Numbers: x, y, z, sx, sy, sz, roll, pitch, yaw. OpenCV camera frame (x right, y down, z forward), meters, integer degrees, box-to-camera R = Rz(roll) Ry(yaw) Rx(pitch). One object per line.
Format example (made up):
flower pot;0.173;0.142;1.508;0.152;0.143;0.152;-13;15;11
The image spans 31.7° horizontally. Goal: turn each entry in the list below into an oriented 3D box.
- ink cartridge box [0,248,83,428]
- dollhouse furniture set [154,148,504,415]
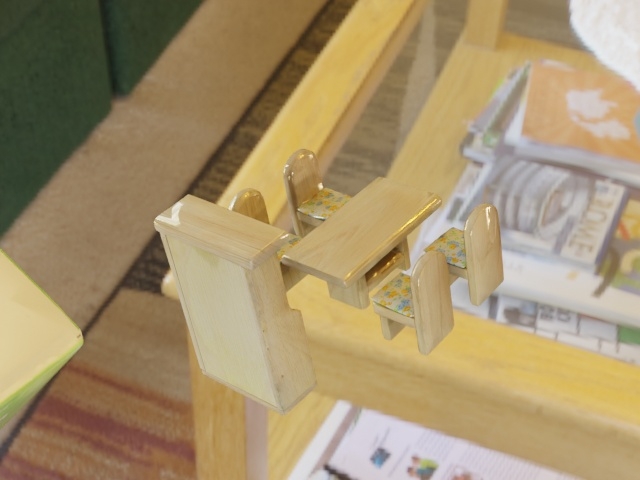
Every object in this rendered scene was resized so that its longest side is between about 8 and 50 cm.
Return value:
ink cartridge box;-0.265;0.072;0.445;0.198;0.273;0.115;45;15;-2
dollhouse furniture set;0.000;0.000;0.951;0.212;0.161;0.242;20;46;37
